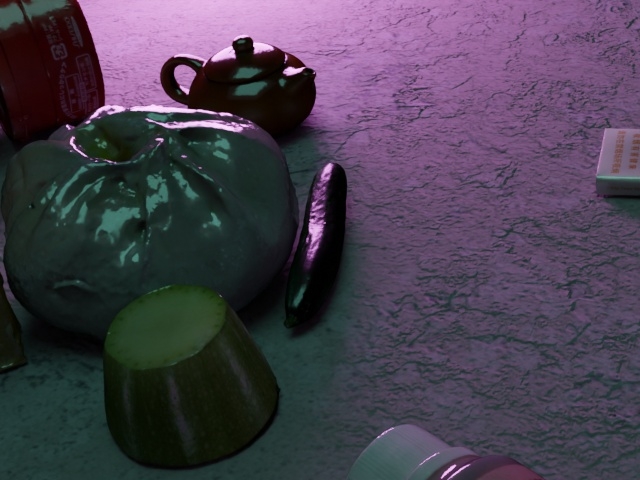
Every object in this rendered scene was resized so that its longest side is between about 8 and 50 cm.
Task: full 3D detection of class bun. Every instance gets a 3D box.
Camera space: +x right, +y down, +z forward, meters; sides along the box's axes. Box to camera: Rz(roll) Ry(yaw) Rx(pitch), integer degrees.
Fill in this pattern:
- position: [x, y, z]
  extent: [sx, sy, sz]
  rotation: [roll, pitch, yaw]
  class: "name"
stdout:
- position: [-0.190, -0.043, 1.292]
  extent: [0.355, 0.194, 0.354]
  rotation: [-7, 35, 5]
  class: "bun"

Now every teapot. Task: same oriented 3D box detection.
- position: [-0.115, -0.219, 1.596]
  extent: [0.252, 0.135, 0.178]
  rotation: [12, 35, 26]
  class: "teapot"

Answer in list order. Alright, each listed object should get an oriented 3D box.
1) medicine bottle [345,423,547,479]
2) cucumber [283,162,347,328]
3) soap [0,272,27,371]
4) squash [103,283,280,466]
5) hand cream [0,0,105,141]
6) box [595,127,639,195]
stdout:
- position: [0.130, 0.235, 0.850]
  extent: [0.147, 0.147, 0.247]
  rotation: [-29, 39, -28]
  class: "medicine bottle"
- position: [0.000, 0.000, 1.310]
  extent: [0.056, 0.056, 0.284]
  rotation: [-1, 37, 11]
  class: "cucumber"
- position: [-0.429, 0.011, 1.158]
  extent: [0.199, 0.314, 0.091]
  rotation: [-17, 34, -10]
  class: "soap"
- position: [-0.133, 0.123, 1.108]
  extent: [0.170, 0.122, 0.170]
  rotation: [-9, 37, 7]
  class: "squash"
- position: [-0.405, -0.264, 1.649]
  extent: [0.149, 0.230, 0.230]
  rotation: [-19, 35, -16]
  class: "hand cream"
- position: [0.440, -0.090, 1.365]
  extent: [0.221, 0.032, 0.122]
  rotation: [4, 35, 17]
  class: "box"
